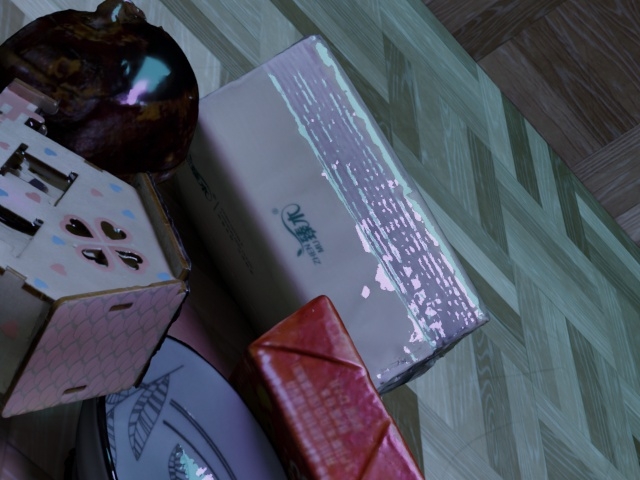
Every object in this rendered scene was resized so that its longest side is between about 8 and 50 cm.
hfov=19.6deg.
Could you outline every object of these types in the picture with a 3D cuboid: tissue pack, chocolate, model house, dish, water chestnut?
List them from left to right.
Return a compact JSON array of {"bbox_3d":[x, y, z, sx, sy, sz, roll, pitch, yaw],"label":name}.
[{"bbox_3d":[-0.239,0.026,1.581,0.244,0.169,0.326,28,25,-3],"label":"model house"},{"bbox_3d":[-0.243,-0.129,1.914,0.224,0.238,0.223,8,36,-6],"label":"water chestnut"},{"bbox_3d":[-0.140,0.241,1.695,0.316,0.106,0.316,46,25,-29],"label":"dish"},{"bbox_3d":[-0.006,0.208,1.879,0.108,0.237,0.235,-22,75,-23],"label":"chocolate"},{"bbox_3d":[0.000,0.000,2.083,0.380,0.207,0.297,59,-13,9],"label":"tissue pack"}]
